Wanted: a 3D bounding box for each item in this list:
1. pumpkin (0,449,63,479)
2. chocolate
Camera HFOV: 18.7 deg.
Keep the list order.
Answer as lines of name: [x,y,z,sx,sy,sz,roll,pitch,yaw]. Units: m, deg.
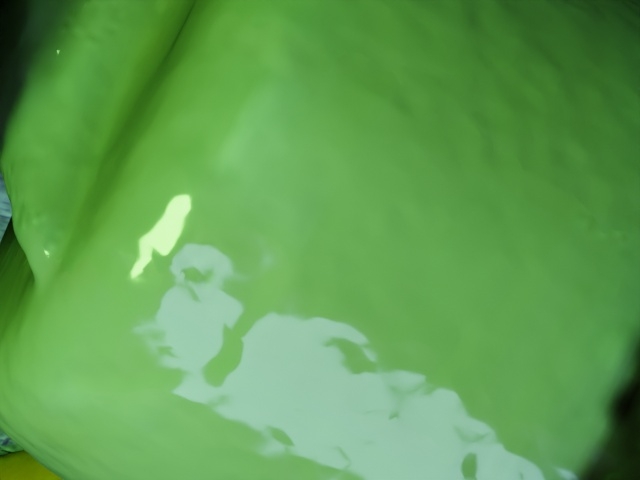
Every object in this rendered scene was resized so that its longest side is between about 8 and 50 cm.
pumpkin: [-0.181,0.238,1.219,0.280,0.190,0.139,-10,137,18]
chocolate: [0.000,0.000,0.798,0.297,0.326,0.314,27,93,-27]
